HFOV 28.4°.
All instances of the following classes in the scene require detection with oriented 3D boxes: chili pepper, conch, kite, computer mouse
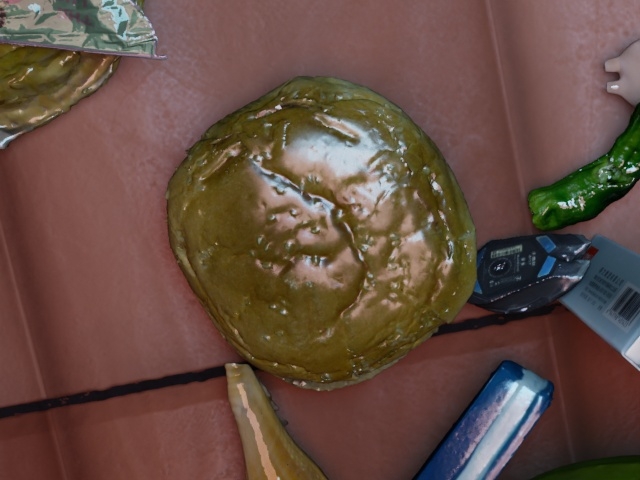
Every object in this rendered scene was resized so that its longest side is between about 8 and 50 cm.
[{"bbox_3d":[0.265,-0.069,1.153,0.073,0.050,0.182,11,135,-33],"label":"chili pepper"},{"bbox_3d":[-0.036,0.271,1.214,0.109,0.093,0.330,-10,110,12],"label":"conch"},{"bbox_3d":[-0.260,-0.257,1.050,0.267,0.013,0.323,-35,102,6],"label":"kite"},{"bbox_3d":[0.193,0.034,1.186,0.135,0.079,0.047,-17,132,24],"label":"computer mouse"}]

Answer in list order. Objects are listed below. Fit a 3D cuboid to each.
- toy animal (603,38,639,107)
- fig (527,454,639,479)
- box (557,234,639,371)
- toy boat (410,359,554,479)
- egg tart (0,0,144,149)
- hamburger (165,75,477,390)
[{"bbox_3d":[0.333,-0.160,1.152,0.150,0.089,0.083,-10,130,0],"label":"toy animal"},{"bbox_3d":[0.276,0.330,1.139,0.316,0.316,0.316,0,101,1],"label":"fig"},{"bbox_3d":[0.298,0.078,1.096,0.135,0.269,0.079,37,95,-7],"label":"box"},{"bbox_3d":[0.117,0.244,1.221,0.061,0.096,0.299,35,103,6],"label":"toy boat"},{"bbox_3d":[-0.313,-0.250,1.121,0.341,0.129,0.341,0,101,-1],"label":"egg tart"},{"bbox_3d":[0.002,0.000,1.156,0.265,0.134,0.285,-32,96,5],"label":"hamburger"}]
